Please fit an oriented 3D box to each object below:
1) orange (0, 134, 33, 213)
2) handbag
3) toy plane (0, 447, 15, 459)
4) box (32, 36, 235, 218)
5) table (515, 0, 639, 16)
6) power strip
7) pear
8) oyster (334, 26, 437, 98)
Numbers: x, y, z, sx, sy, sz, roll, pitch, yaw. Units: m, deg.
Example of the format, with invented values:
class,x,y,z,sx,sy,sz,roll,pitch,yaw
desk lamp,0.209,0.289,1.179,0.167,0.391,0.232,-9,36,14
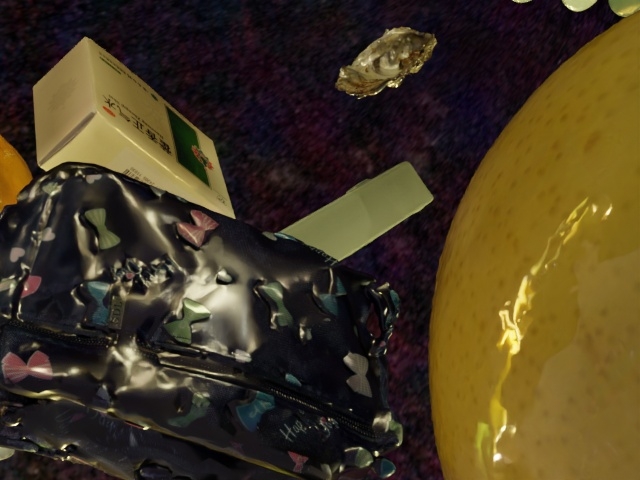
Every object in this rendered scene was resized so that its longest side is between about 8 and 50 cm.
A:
class,x,y,z,sx,sy,sz,roll,pitch,yaw
orange,-0.488,-0.068,1.501,0.193,0.219,0.219,-36,96,9
handbag,-0.080,0.066,0.652,0.260,0.162,0.113,19,141,-13
toy plane,-0.250,0.102,0.683,0.080,0.174,0.174,-2,111,39
box,-0.208,-0.096,1.236,0.095,0.168,0.212,-38,129,16
table,0.216,-0.304,1.060,0.198,0.166,0.166,1,119,-29
power strip,0.000,0.000,1.132,0.091,0.385,0.062,-33,89,38
pear,0.210,0.060,0.490,0.348,0.348,0.348,7,112,17
oyster,0.094,-0.232,1.467,0.105,0.177,0.056,-7,122,32
